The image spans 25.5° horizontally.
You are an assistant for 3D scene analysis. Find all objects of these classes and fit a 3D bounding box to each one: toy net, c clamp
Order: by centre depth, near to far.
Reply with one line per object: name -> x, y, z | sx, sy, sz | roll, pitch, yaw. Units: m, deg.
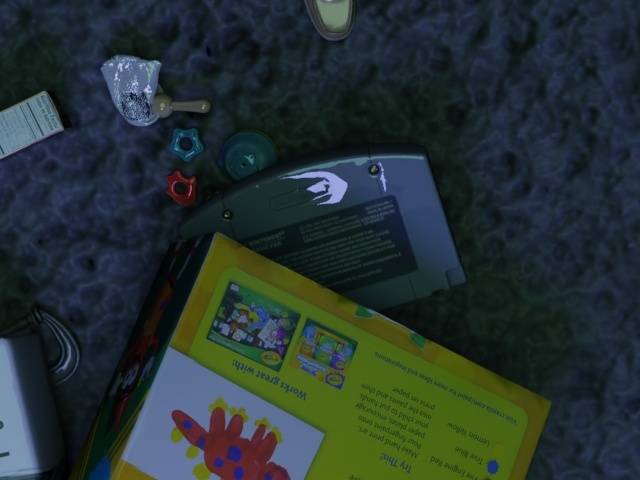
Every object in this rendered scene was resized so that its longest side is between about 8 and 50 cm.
toy net -> -0.166, -0.125, 1.650 | 0.232, 0.045, 0.122 | 39, 108, -5
c clamp -> -0.370, 0.130, 1.660 | 0.161, 0.022, 0.137 | -23, 96, -2

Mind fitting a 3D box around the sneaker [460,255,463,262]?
sneaker -> 0.109, 0.008, 1.683 | 0.118, 0.042, 0.067 | -7, 99, -3

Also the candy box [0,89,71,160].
candy box -> -0.378, -0.108, 1.595 | 0.187, 0.109, 0.053 | -25, 97, -3

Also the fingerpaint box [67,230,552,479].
fingerpaint box -> -0.021, 0.254, 1.528 | 0.445, 0.163, 0.371 | 27, 76, -21

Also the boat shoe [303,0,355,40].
boat shoe -> 0.008, -0.317, 1.637 | 0.063, 0.059, 0.170 | -9, 96, -4

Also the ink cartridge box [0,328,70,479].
ink cartridge box -> -0.422, 0.319, 1.563 | 0.285, 0.166, 0.395 | -13, 88, 0

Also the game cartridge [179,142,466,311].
game cartridge -> 0.000, 0.000, 1.628 | 0.297, 0.062, 0.198 | -16, 105, 7
